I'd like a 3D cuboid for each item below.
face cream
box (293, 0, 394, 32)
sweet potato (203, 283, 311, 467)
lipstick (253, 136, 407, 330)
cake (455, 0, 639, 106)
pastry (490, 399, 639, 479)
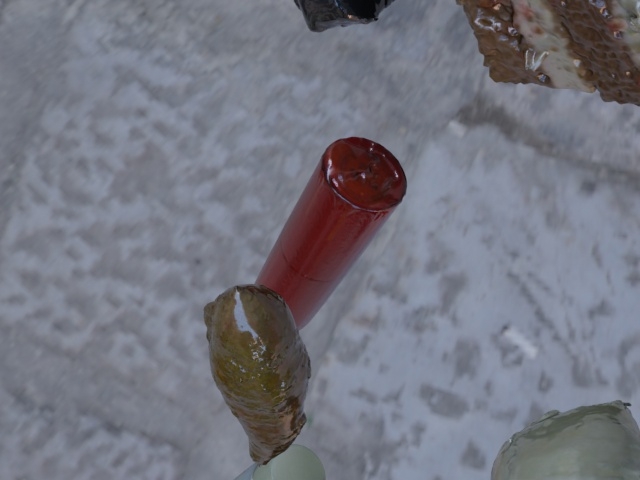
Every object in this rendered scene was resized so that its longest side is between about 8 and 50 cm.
[{"bbox_3d":[-0.082,0.298,1.930,0.114,0.070,0.224,4,155,-31],"label":"face cream"},{"bbox_3d":[0.023,-0.411,1.646,0.091,0.359,0.350,-6,116,25],"label":"box"},{"bbox_3d":[-0.036,0.078,1.004,0.060,0.068,0.206,-26,143,-16],"label":"sweet potato"},{"bbox_3d":[0.001,0.001,1.416,0.073,0.073,0.279,31,152,-1],"label":"lipstick"},{"bbox_3d":[0.285,-0.290,1.563,0.290,0.282,0.255,17,159,36],"label":"cake"},{"bbox_3d":[0.129,0.168,0.901,0.088,0.166,0.166,3,112,7],"label":"pastry"}]
